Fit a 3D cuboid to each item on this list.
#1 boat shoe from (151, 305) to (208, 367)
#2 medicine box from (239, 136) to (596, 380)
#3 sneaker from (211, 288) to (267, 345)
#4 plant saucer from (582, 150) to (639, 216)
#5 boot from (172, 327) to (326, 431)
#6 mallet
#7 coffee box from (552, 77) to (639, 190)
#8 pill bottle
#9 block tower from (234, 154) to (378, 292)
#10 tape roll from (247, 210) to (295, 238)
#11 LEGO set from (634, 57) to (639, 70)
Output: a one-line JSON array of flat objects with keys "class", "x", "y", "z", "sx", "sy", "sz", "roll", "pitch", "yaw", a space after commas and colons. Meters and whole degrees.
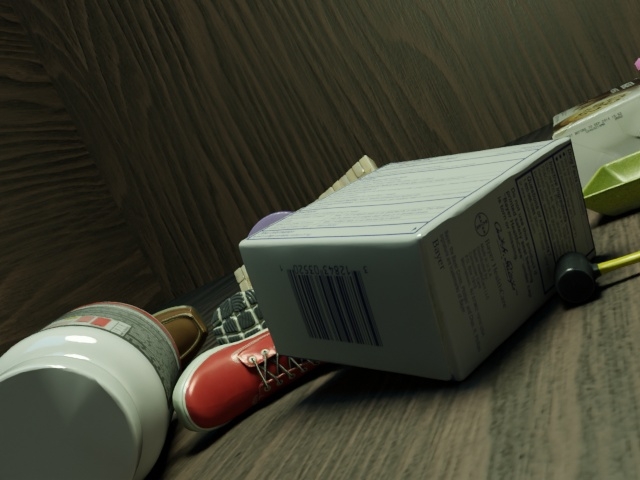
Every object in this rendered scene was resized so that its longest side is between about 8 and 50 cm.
[{"class": "boat shoe", "x": -0.361, "y": 0.246, "z": 1.418, "sx": 0.324, "sy": 0.122, "sz": 0.120, "roll": -34, "pitch": 8, "yaw": 12}, {"class": "medicine box", "x": 0.111, "y": 0.010, "z": 0.819, "sx": 0.289, "sy": 0.149, "sz": 0.263, "roll": -29, "pitch": 18, "yaw": -39}, {"class": "sneaker", "x": -0.062, "y": 0.125, "z": 1.289, "sx": 0.275, "sy": 0.107, "sz": 0.110, "roll": -21, "pitch": -13, "yaw": 17}, {"class": "plant saucer", "x": 0.451, "y": -0.091, "z": 0.972, "sx": 0.188, "sy": 0.045, "sz": 0.188, "roll": -23, "pitch": 6, "yaw": 36}, {"class": "boot", "x": -0.051, "y": 0.149, "z": 0.906, "sx": 0.176, "sy": 0.088, "sz": 0.244, "roll": -21, "pitch": 4, "yaw": 38}, {"class": "mallet", "x": 0.317, "y": 0.009, "z": 0.710, "sx": 0.190, "sy": 0.039, "sz": 0.062, "roll": -22, "pitch": 9, "yaw": 13}, {"class": "coffee box", "x": 0.493, "y": -0.180, "z": 1.245, "sx": 0.168, "sy": 0.119, "sz": 0.297, "roll": -25, "pitch": 6, "yaw": 22}, {"class": "pill bottle", "x": -0.281, "y": 0.195, "z": 0.879, "sx": 0.210, "sy": 0.210, "sz": 0.363, "roll": -27, "pitch": 4, "yaw": -5}, {"class": "block tower", "x": 0.000, "y": 0.000, "z": 1.346, "sx": 0.335, "sy": 0.091, "sz": 0.097, "roll": -42, "pitch": -39, "yaw": 18}, {"class": "tape roll", "x": -0.087, "y": 0.022, "z": 1.808, "sx": 0.189, "sy": 0.189, "sz": 0.080, "roll": -27, "pitch": 5, "yaw": 1}, {"class": "LEGO set", "x": 0.614, "y": -0.255, "z": 1.118, "sx": 0.087, "sy": 0.227, "sz": 0.093, "roll": -92, "pitch": 19, "yaw": -45}]
